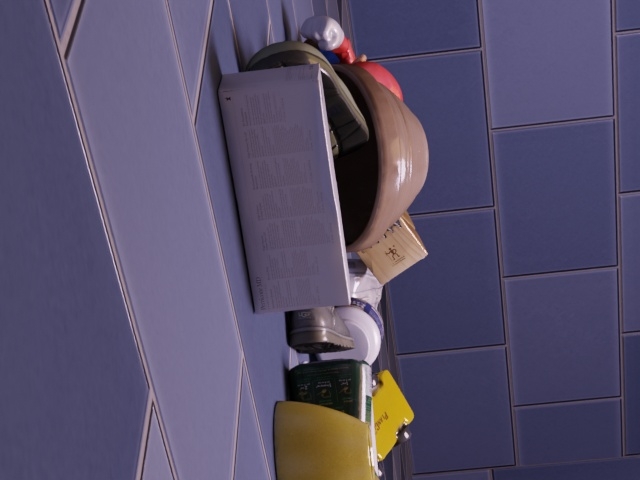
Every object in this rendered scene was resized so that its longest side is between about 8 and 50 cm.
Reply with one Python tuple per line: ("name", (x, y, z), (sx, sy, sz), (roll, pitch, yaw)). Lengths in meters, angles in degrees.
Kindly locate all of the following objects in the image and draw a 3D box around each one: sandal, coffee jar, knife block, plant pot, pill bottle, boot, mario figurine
("sandal", (-0.018, -0.161, 1.703), (0.303, 0.120, 0.086), (72, -1, -66))
("coffee jar", (0.017, 0.231, 1.696), (0.079, 0.096, 0.184), (59, 26, -72))
("knife block", (0.053, -0.066, 2.238), (0.242, 0.088, 0.275), (53, 8, -25))
("plant pot", (0.060, -0.106, 1.888), (0.237, 0.110, 0.237), (15, -72, 59))
("pill bottle", (0.037, 0.133, 2.046), (0.169, 0.094, 0.094), (-50, 134, -83))
("boot", (0.051, 0.098, 2.370), (0.258, 0.095, 0.123), (18, 72, -75))
("boot", (-0.003, 0.031, 1.831), (0.189, 0.076, 0.208), (61, 22, -78))
("plant pot", (0.008, 0.233, 1.584), (0.134, 0.095, 0.134), (-7, 90, -85))
("mario figurine", (0.003, -0.220, 2.180), (0.198, 0.170, 0.320), (45, 4, -14))

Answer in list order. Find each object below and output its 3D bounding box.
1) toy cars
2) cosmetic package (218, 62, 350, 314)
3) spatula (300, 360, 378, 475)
("toy cars", (0.046, 0.344, 1.910), (0.176, 0.087, 0.393), (29, 48, -41))
("cosmetic package", (-0.033, -0.049, 1.460), (0.060, 0.099, 0.239), (-91, 174, -66))
("spatula", (0.028, 0.278, 1.836), (0.168, 0.019, 0.242), (28, 45, -42))
